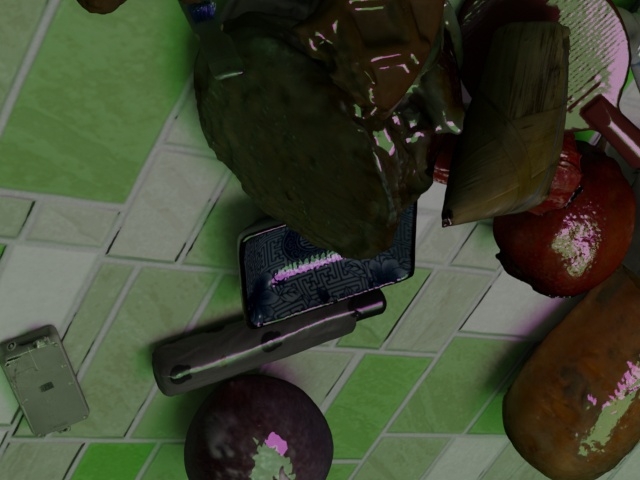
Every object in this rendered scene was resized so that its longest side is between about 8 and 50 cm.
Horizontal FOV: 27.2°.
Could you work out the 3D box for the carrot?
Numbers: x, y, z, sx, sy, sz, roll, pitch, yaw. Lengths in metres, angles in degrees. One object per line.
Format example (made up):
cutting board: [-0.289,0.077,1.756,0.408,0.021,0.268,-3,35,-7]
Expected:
carrot: [0.446,0.218,2.099,0.224,0.224,0.341,21,115,-44]

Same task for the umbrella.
umbrella: [-0.067,0.130,1.807,0.337,0.067,0.073,-18,152,-15]

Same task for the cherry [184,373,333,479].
cherry: [-0.088,0.298,1.882,0.213,0.183,0.266,-32,126,-12]

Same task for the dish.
dish: [0.000,0.000,1.703,0.243,0.080,0.182,-17,138,-14]

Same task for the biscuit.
biscuit: [-0.043,-0.288,1.248,0.366,0.115,0.268,23,81,-17]

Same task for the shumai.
shumai: [0.051,-0.165,1.494,0.288,0.292,0.330,-54,153,-28]

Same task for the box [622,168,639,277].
box: [0.535,-0.045,1.886,0.231,0.155,0.149,-29,149,-41]

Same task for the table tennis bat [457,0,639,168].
table tennis bat: [0.295,-0.200,1.604,0.310,0.038,0.200,41,112,-19]

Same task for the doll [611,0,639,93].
doll: [0.403,-0.256,1.677,0.241,0.099,0.135,1,130,-30]

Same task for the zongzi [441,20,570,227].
zongzi: [0.196,-0.133,1.477,0.256,0.115,0.228,-14,114,-58]

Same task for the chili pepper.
chili pepper: [0.201,-0.116,1.670,0.252,0.144,0.136,8,165,-32]

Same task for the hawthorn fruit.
hawthorn fruit: [0.344,-0.042,1.806,0.189,0.189,0.251,14,114,-41]

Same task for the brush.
brush: [-0.112,-0.217,1.332,0.033,0.178,0.030,-11,129,-13]

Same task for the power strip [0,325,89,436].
power strip: [-0.356,0.185,1.708,0.081,0.035,0.192,-21,139,-11]
